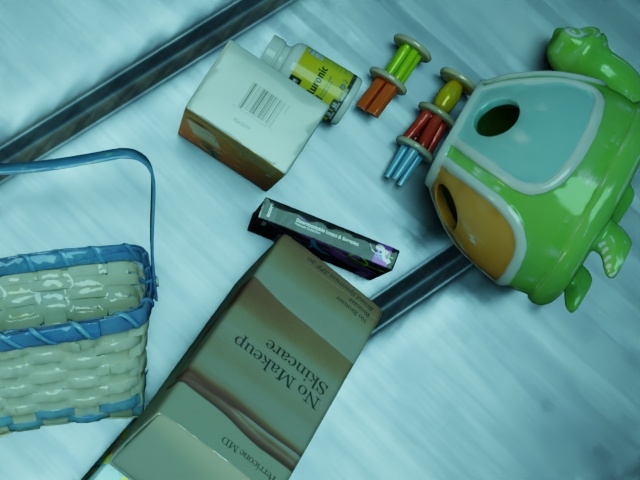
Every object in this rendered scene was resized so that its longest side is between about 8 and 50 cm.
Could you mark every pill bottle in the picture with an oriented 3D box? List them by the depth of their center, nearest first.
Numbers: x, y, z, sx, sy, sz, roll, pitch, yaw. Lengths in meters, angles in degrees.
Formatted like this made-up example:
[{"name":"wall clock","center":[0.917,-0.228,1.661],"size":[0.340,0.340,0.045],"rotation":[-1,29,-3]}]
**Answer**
[{"name":"pill bottle","center":[-0.015,-0.190,1.447],"size":[0.116,0.065,0.065],"rotation":[30,83,-5]}]

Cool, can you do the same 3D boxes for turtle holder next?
[{"name":"turtle holder","center":[0.262,-0.099,1.393],"size":[0.227,0.243,0.320],"rotation":[29,93,5]}]

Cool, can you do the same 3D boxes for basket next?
[{"name":"basket","center":[-0.295,0.050,1.306],"size":[0.254,0.201,0.289],"rotation":[-4,118,-9]}]

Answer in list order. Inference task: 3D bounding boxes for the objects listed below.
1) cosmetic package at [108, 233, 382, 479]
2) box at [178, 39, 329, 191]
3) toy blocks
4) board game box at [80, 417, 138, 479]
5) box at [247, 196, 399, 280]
[{"name":"cosmetic package","center":[-0.071,0.150,1.309],"size":[0.153,0.129,0.296],"rotation":[38,44,-6]},{"name":"box","center":[-0.078,-0.134,1.381],"size":[0.130,0.170,0.091],"rotation":[33,81,-5]},{"name":"toy blocks","center":[0.098,-0.151,1.467],"size":[0.123,0.054,0.148],"rotation":[34,83,-5]},{"name":"board game box","center":[-0.236,0.340,1.341],"size":[0.142,0.144,0.275],"rotation":[41,81,-3]},{"name":"box","center":[0.000,0.000,1.411],"size":[0.162,0.116,0.029],"rotation":[23,80,-6]}]
